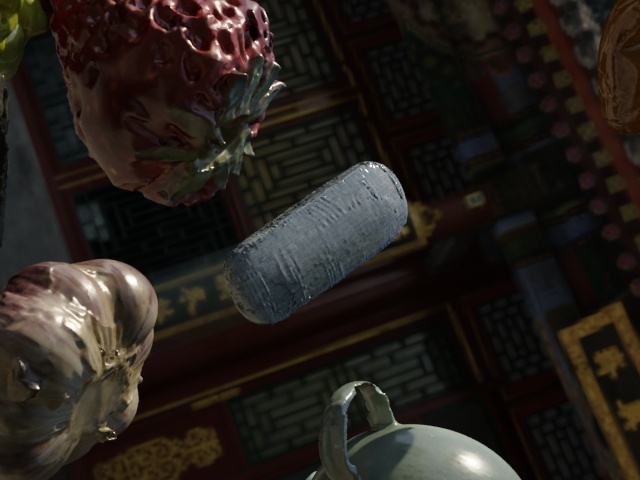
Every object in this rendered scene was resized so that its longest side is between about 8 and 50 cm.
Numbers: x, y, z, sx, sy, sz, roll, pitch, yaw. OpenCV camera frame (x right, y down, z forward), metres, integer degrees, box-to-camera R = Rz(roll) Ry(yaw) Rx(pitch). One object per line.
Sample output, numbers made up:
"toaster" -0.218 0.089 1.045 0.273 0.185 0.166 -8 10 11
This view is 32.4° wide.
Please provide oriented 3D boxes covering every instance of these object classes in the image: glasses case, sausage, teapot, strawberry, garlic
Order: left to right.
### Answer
"garlic" -0.269 0.118 1.078 0.161 0.245 0.245 32 -29 23
"strawberry" -0.236 -0.237 1.467 0.345 0.295 0.317 37 -19 14
"glasses case" 0.000 0.000 1.355 0.067 0.282 0.109 -8 -66 55
"teapot" 0.082 0.228 0.902 0.294 0.193 0.129 56 34 -30
"sausage" 0.250 -0.143 0.877 0.054 0.062 0.183 52 -6 33

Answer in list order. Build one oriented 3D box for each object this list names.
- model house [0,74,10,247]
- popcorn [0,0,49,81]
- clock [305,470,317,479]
"model house" -0.481 -0.104 1.232 0.211 0.243 0.204 127 -35 -71
"popcorn" -0.501 -0.341 1.410 0.312 0.312 0.312 161 -90 -79
"clock" 0.057 0.342 1.183 0.211 0.066 0.159 46 0 26
